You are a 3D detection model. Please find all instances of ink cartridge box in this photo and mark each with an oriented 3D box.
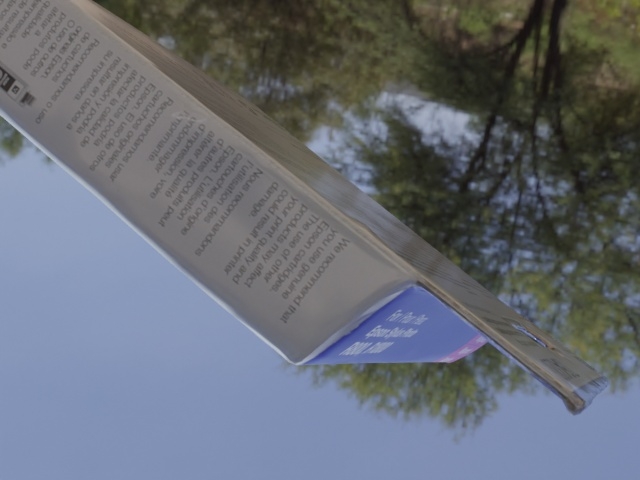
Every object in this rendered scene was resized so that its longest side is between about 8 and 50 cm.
[{"bbox_3d":[0.000,0.000,0.529,0.330,0.071,0.324,40,-174,19],"label":"ink cartridge box"}]
